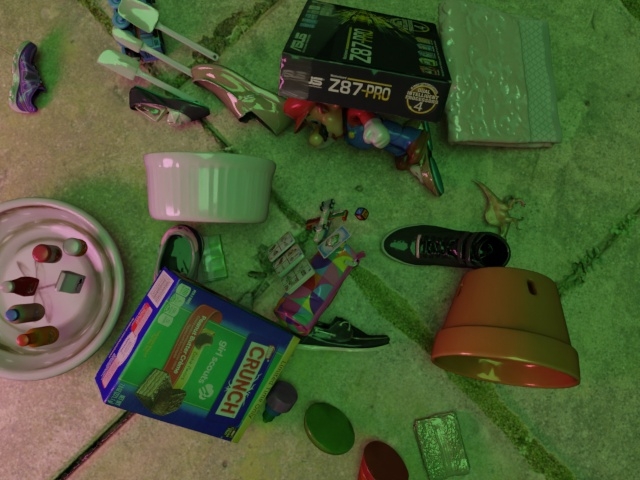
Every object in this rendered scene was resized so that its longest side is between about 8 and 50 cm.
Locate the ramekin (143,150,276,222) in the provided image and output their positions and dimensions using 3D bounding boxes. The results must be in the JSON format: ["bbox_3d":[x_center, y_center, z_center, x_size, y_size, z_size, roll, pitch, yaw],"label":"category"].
[{"bbox_3d":[-0.236,-0.107,1.049,0.277,0.277,0.135,2,92,-2],"label":"ramekin"}]

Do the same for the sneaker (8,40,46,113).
[{"bbox_3d":[-0.693,-0.388,1.167,0.071,0.068,0.169,7,94,-16],"label":"sneaker"}]

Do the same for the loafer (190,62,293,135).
[{"bbox_3d":[-0.187,-0.330,1.148,0.269,0.102,0.092,23,88,-3],"label":"loafer"}]

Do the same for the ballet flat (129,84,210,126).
[{"bbox_3d":[-0.364,-0.308,1.158,0.203,0.074,0.074,17,85,6],"label":"ballet flat"}]

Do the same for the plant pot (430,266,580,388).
[{"bbox_3d":[0.399,0.185,1.050,0.291,0.291,0.203,14,69,-1],"label":"plant pot"}]

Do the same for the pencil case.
[{"bbox_3d":[-0.003,0.098,1.089,0.104,0.104,0.236,37,69,2],"label":"pencil case"}]

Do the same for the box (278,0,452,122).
[{"bbox_3d":[0.098,-0.399,1.048,0.318,0.395,0.097,9,130,1],"label":"box"}]

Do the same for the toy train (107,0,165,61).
[{"bbox_3d":[-0.440,-0.520,1.171,0.105,0.080,0.184,-12,86,-11],"label":"toy train"}]

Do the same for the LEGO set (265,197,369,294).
[{"bbox_3d":[0.000,0.000,1.101,0.244,0.182,0.060,-42,126,4],"label":"LEGO set"}]

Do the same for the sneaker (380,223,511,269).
[{"bbox_3d":[0.291,0.013,1.112,0.296,0.147,0.104,6,87,0],"label":"sneaker"}]

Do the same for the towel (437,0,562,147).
[{"bbox_3d":[0.425,-0.385,1.150,0.317,0.053,0.331,-1,84,-20],"label":"towel"}]

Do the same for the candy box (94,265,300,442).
[{"bbox_3d":[-0.245,0.245,1.017,0.317,0.122,0.268,34,84,-34],"label":"candy box"}]

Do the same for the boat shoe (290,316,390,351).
[{"bbox_3d":[0.047,0.215,1.119,0.233,0.084,0.079,5,86,2],"label":"boat shoe"}]

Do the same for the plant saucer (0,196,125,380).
[{"bbox_3d":[-0.629,0.105,1.099,0.401,0.100,0.400,0,86,-1],"label":"plant saucer"}]

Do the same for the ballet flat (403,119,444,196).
[{"bbox_3d":[0.244,-0.200,1.178,0.067,0.073,0.206,-14,82,24],"label":"ballet flat"}]

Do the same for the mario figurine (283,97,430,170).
[{"bbox_3d":[0.064,-0.230,1.088,0.321,0.198,0.170,22,49,-4],"label":"mario figurine"}]

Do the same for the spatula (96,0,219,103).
[{"bbox_3d":[-0.369,-0.433,1.139,0.242,0.019,0.168,23,91,-23],"label":"spatula"}]

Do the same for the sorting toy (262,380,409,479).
[{"bbox_3d":[0.015,0.471,1.105,0.366,0.127,0.126,34,115,4],"label":"sorting toy"}]

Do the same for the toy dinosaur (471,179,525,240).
[{"bbox_3d":[0.436,-0.078,1.171,0.093,0.053,0.183,-20,86,-2],"label":"toy dinosaur"}]

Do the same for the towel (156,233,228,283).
[{"bbox_3d":[-0.303,0.051,1.152,0.152,0.023,0.113,-12,86,-3],"label":"towel"}]

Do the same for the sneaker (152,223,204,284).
[{"bbox_3d":[-0.330,0.119,1.068,0.112,0.131,0.319,4,83,-4],"label":"sneaker"}]

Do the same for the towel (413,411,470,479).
[{"bbox_3d":[0.282,0.480,1.132,0.110,0.027,0.148,-14,86,-2],"label":"towel"}]

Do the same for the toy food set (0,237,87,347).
[{"bbox_3d":[-0.572,0.096,0.999,0.111,0.104,0.232,20,85,0],"label":"toy food set"}]
